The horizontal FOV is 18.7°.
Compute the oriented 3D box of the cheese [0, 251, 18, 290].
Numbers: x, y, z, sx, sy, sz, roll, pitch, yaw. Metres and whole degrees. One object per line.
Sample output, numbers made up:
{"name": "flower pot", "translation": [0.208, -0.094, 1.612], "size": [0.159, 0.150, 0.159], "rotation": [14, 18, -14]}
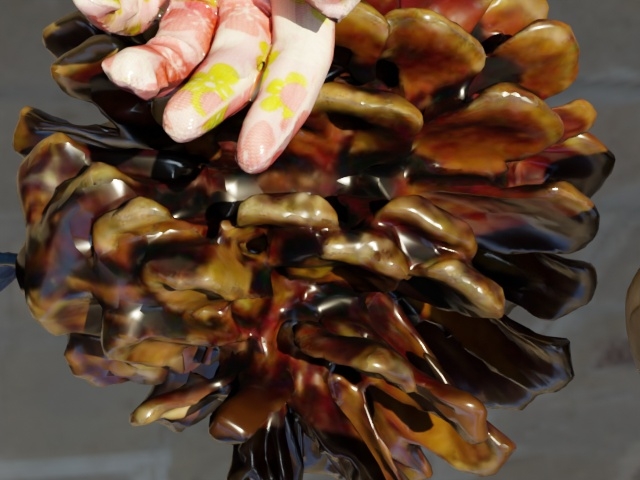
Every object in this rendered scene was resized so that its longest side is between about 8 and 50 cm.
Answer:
{"name": "cheese", "translation": [-0.299, 0.033, 1.231], "size": [0.189, 0.074, 0.286], "rotation": [-38, 161, 21]}

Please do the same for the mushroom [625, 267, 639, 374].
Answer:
{"name": "mushroom", "translation": [0.259, 0.019, 0.971], "size": [0.226, 0.178, 0.226], "rotation": [-20, 172, -3]}

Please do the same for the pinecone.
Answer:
{"name": "pinecone", "translation": [0.000, 0.000, 1.232], "size": [0.397, 0.398, 0.398], "rotation": [-6, 151, -3]}

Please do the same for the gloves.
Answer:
{"name": "gloves", "translation": [-0.051, -0.142, 1.004], "size": [0.145, 0.241, 0.126], "rotation": [-17, 165, 10]}
